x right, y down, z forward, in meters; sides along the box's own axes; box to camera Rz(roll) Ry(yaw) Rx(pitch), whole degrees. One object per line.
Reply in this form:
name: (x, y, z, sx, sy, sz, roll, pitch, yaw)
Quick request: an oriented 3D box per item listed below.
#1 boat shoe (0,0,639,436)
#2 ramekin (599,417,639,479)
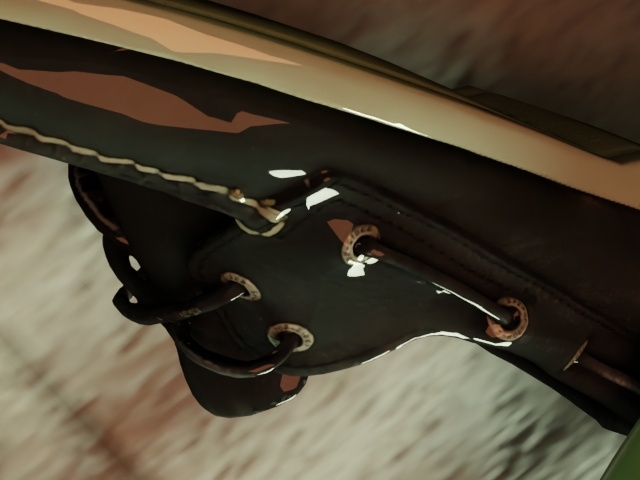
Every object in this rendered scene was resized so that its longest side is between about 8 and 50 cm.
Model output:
boat shoe: (-0.002, -0.001, 0.458, 0.340, 0.127, 0.113, 12, 100, -40)
ramekin: (0.223, 0.088, 0.540, 0.303, 0.148, 0.303, -34, 150, -23)
